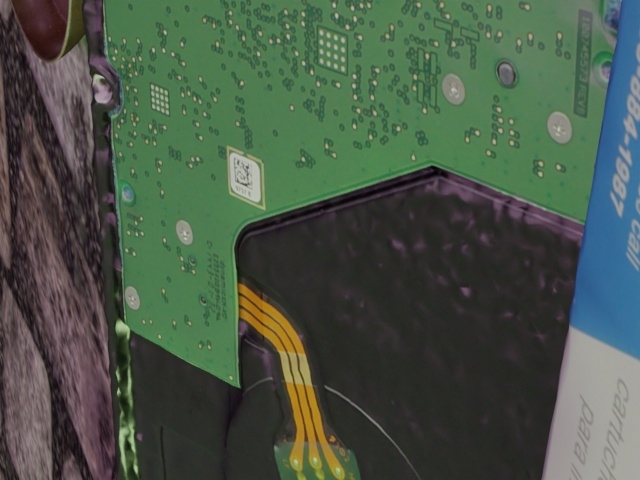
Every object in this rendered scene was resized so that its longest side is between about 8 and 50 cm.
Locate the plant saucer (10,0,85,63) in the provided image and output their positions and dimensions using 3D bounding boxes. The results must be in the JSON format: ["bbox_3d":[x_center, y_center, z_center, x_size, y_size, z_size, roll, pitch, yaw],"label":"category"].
[{"bbox_3d":[-0.156,-0.186,1.122,0.168,0.029,0.168,168,90,-68],"label":"plant saucer"}]

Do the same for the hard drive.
[{"bbox_3d":[0.024,0.040,0.634,0.237,0.064,0.339,23,126,40],"label":"hard drive"}]

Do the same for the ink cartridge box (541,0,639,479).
[{"bbox_3d":[0.163,0.093,0.297,0.223,0.129,0.307,94,154,-43],"label":"ink cartridge box"}]
